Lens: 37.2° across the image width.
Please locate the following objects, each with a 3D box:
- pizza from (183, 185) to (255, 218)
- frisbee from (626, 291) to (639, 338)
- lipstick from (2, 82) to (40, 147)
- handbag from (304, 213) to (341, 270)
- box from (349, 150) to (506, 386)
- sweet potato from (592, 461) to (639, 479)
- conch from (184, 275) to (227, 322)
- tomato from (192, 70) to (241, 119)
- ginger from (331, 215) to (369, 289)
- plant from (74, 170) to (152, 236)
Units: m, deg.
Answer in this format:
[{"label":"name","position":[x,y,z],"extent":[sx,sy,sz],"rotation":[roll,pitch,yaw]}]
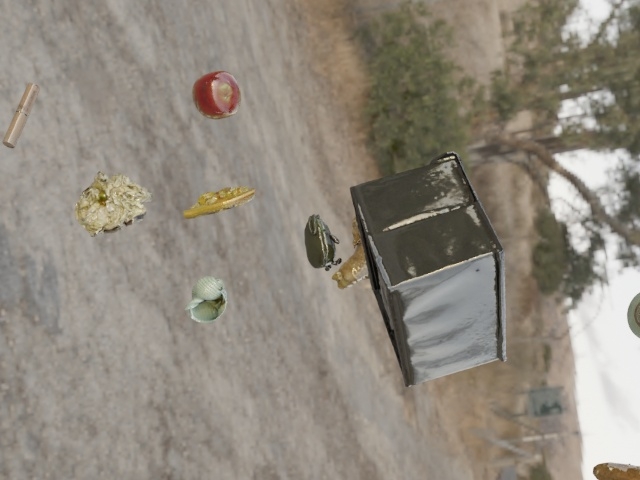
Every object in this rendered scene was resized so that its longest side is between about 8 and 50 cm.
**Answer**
[{"label":"pizza","position":[-0.210,-0.087,2.000],"extent":[0.099,0.160,0.035],"rotation":[-96,170,-69]},{"label":"frisbee","position":[0.673,0.151,1.936],"extent":[0.014,0.110,0.110],"rotation":[14,62,-42]},{"label":"lipstick","position":[-0.406,-0.170,1.291],"extent":[0.019,0.019,0.094],"rotation":[61,41,-63]},{"label":"handbag","position":[0.000,0.000,1.807],"extent":[0.047,0.072,0.111],"rotation":[-3,72,-42]},{"label":"box","position":[0.200,0.061,1.719],"extent":[0.345,0.205,0.251],"rotation":[74,-1,-49]},{"label":"sweet potato","position":[0.646,0.446,1.726],"extent":[0.097,0.292,0.097],"rotation":[4,90,-87]},{"label":"conch","position":[-0.201,0.105,1.719],"extent":[0.076,0.085,0.056],"rotation":[48,26,1]},{"label":"tomato","position":[-0.177,-0.250,1.638],"extent":[0.075,0.087,0.087],"rotation":[-176,-105,-75]},{"label":"ginger","position":[0.118,0.022,2.133],"extent":[0.074,0.138,0.213],"rotation":[-137,-114,-71]},{"label":"plant","position":[-0.306,-0.046,1.450],"extent":[0.122,0.117,0.104],"rotation":[34,71,-71]}]
